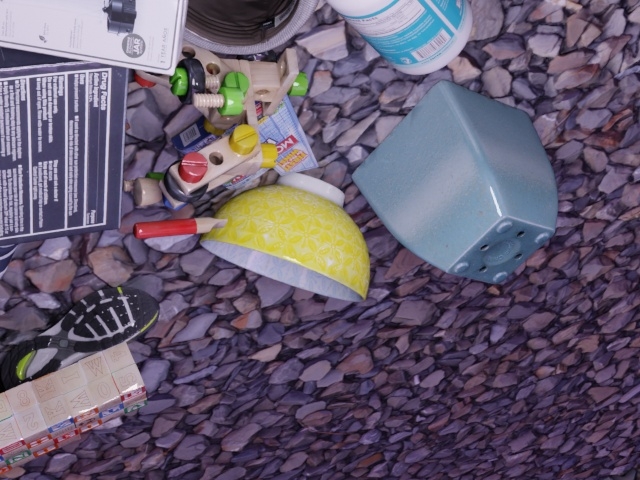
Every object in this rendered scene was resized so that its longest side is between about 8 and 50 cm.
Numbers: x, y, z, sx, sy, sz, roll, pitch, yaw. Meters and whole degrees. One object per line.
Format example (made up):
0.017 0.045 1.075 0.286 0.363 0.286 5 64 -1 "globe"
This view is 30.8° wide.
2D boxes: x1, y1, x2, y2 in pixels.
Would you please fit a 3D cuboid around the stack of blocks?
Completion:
-0.446 0.288 1.961 0.297 0.087 0.171 -23 163 -14 "stack of blocks"

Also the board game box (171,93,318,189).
-0.096 -0.148 1.799 0.194 0.060 0.194 -33 144 12 "board game box"

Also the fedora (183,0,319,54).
-0.117 -0.362 1.413 0.243 0.124 0.275 -24 129 26 "fedora"

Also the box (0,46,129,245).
-0.411 -0.151 1.477 0.294 0.183 0.296 -8 137 -21 "box"

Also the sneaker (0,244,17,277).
-0.557 -0.007 1.663 0.282 0.099 0.153 2 143 -44 "sneaker"

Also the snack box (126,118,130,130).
-0.366 -0.139 1.676 0.178 0.022 0.064 -30 144 8 "snack box"

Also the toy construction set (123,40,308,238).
-0.128 -0.141 1.605 0.237 0.257 0.309 -4 132 -28 "toy construction set"

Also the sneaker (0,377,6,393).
-0.607 0.286 2.070 0.097 0.084 0.234 -17 153 33 "sneaker"

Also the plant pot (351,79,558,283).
0.253 -0.072 1.947 0.248 0.252 0.247 13 130 -43 "plant pot"

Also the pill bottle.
0.092 -0.344 1.577 0.146 0.146 0.264 -35 144 15 "pill bottle"

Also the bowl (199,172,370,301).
-0.039 -0.020 1.893 0.289 0.289 0.156 30 75 -50 "bowl"

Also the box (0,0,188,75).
-0.293 -0.300 1.310 0.290 0.087 0.169 8 118 -4 "box"

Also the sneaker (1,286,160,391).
-0.406 0.178 2.024 0.300 0.111 0.121 -28 160 10 "sneaker"
